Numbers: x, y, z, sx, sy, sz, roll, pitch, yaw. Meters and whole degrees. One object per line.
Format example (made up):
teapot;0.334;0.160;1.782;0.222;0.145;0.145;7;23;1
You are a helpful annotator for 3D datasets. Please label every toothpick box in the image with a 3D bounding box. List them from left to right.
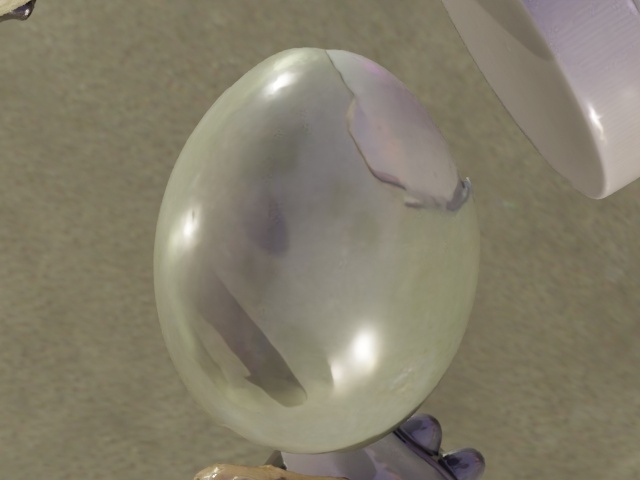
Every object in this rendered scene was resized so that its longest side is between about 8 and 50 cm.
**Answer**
toothpick box;0.020;0.296;1.818;0.229;0.229;0.316;46;104;20

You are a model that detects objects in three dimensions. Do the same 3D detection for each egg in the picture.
egg;0.000;0.000;1.564;0.278;0.278;0.336;22;117;21

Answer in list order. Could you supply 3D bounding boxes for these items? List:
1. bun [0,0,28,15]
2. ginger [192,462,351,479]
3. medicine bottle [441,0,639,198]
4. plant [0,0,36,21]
bun;-0.103;-0.156;0.519;0.111;0.164;0.188;37;133;21
ginger;-0.103;0.219;1.428;0.258;0.149;0.065;-19;64;22
medicine bottle;0.159;-0.122;0.545;0.250;0.131;0.131;-32;72;-4
plant;-0.218;-0.259;1.250;0.320;0.181;0.194;-8;54;32
